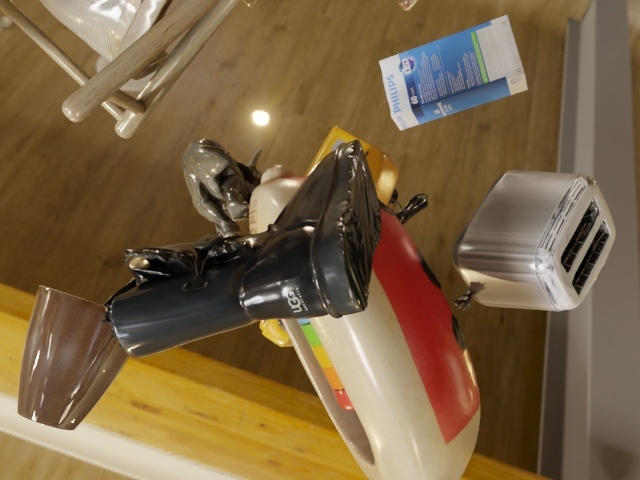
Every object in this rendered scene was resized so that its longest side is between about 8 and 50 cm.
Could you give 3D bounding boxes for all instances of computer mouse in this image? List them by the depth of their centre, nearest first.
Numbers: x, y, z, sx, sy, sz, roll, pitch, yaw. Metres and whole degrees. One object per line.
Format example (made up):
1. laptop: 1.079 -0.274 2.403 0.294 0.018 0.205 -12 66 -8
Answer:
1. computer mouse: 0.099 -0.080 1.516 0.262 0.060 0.184 25 -134 27

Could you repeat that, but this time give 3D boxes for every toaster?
1. toaster: 0.280 0.004 0.865 0.227 0.147 0.129 -51 -59 -26

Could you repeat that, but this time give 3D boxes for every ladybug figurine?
1. ladybug figurine: 0.059 0.105 0.802 0.162 0.305 0.449 -27 -84 -14

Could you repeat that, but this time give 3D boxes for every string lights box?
1. string lights box: 0.258 -0.326 1.296 0.260 0.077 0.133 -15 -108 19

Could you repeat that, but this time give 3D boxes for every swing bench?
1. swing bench: -0.185 -0.266 0.542 0.253 0.165 0.254 44 -88 -4

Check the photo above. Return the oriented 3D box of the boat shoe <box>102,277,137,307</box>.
1. boat shoe: -0.332 0.100 1.267 0.081 0.228 0.069 56 -168 27

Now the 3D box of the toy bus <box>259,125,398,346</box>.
1. toy bus: 0.000 0.000 1.035 0.130 0.332 0.108 32 -175 18

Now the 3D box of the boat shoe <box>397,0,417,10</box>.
1. boat shoe: 0.187 -0.552 1.314 0.060 0.177 0.064 16 -173 -27

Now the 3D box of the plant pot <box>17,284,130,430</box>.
1. plant pot: -0.468 0.229 1.241 0.216 0.215 0.230 19 -103 -1

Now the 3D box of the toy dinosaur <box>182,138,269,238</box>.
1. toy dinosaur: -0.140 -0.074 0.918 0.121 0.313 0.160 -38 -109 8

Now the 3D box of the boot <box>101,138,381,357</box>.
1. boot: -0.058 0.000 0.581 0.207 0.094 0.246 -11 -153 16
